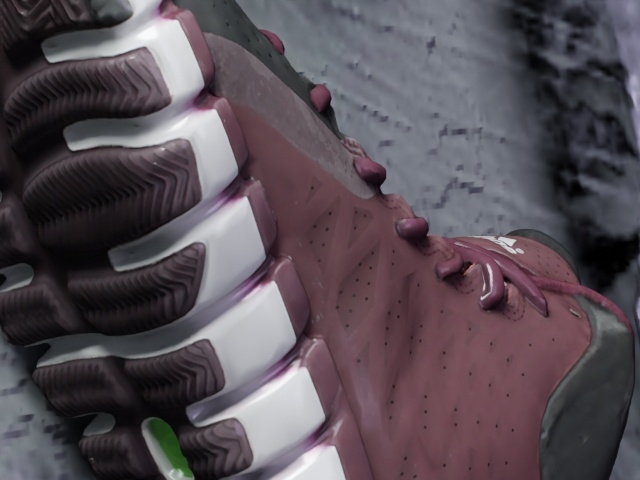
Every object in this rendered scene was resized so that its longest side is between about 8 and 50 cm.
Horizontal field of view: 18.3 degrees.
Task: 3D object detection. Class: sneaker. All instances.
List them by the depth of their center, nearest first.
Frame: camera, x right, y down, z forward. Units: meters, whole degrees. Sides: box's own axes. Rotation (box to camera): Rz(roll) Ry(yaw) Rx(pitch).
[{"bbox_3d":[0.000,0.000,0.555,0.162,0.106,0.281,-31,107,-39],"label":"sneaker"}]
